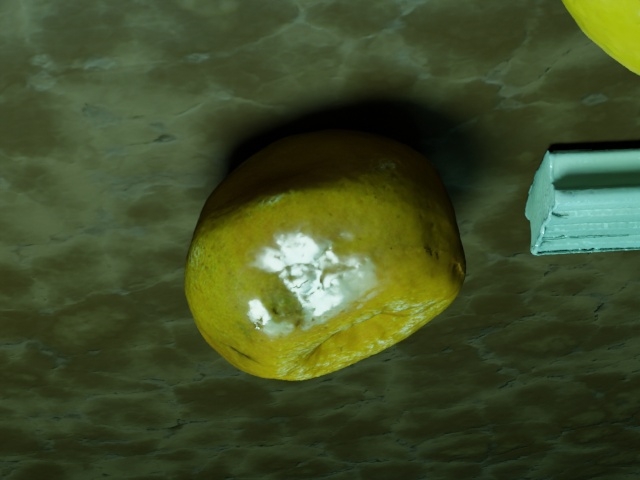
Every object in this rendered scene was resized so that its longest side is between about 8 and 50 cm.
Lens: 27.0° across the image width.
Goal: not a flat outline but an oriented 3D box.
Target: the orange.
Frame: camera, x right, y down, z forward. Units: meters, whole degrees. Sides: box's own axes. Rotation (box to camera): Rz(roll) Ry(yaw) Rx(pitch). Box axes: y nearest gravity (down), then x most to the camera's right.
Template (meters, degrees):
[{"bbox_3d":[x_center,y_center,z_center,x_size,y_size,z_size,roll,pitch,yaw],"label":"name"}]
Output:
[{"bbox_3d":[0.000,0.000,1.145,0.248,0.183,0.249,-21,159,-9],"label":"orange"}]

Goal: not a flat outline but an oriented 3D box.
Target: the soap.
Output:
[{"bbox_3d":[0.299,-0.039,1.243,0.198,0.063,0.115,-2,153,-6],"label":"soap"}]

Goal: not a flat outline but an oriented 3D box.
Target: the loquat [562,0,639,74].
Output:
[{"bbox_3d":[0.241,-0.207,0.722,0.274,0.275,0.275,-4,152,-2],"label":"loquat"}]
